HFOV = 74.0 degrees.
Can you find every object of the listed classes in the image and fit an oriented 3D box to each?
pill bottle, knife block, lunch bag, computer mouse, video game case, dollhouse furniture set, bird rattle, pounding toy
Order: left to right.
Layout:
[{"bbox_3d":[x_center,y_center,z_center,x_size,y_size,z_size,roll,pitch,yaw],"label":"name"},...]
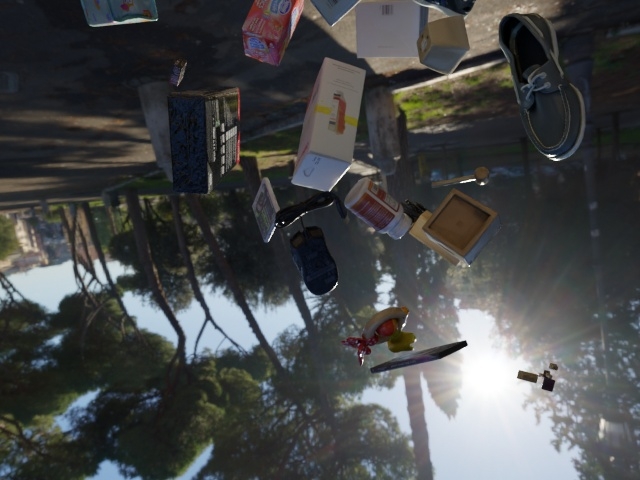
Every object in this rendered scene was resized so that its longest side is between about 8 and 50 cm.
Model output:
[{"bbox_3d":[-0.564,-0.720,1.127,0.160,0.262,0.223,-28,-143,-34],"label":"lunch bag"},{"bbox_3d":[-0.213,-0.119,1.655,0.022,0.190,0.173,-4,144,-30],"label":"video game case"},{"bbox_3d":[0.000,0.000,1.082,0.184,0.262,0.060,-32,-155,-14],"label":"computer mouse"},{"bbox_3d":[0.195,-0.101,1.420,0.121,0.216,0.121,-48,-164,18],"label":"pill bottle"},{"bbox_3d":[0.204,0.307,1.467,0.254,0.206,0.143,1,-146,-23],"label":"bird rattle"},{"bbox_3d":[0.328,0.390,1.420,0.196,0.026,0.274,-2,161,-47],"label":"video game case"},{"bbox_3d":[0.393,-0.043,1.586,0.242,0.088,0.275,14,-148,-24],"label":"knife block"},{"bbox_3d":[0.350,-0.076,1.042,0.181,0.206,0.094,40,-177,34],"label":"pounding toy"},{"bbox_3d":[0.726,0.443,1.445,0.114,0.090,0.081,13,-178,7],"label":"dollhouse furniture set"}]

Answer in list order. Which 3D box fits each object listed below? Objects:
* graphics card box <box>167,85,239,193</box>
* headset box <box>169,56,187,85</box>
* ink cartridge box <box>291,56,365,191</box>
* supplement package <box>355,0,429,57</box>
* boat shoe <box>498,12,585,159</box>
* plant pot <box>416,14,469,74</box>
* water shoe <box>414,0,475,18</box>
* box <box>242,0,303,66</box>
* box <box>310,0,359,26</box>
[{"bbox_3d":[-0.296,-0.284,1.138,0.094,0.232,0.371,4,-157,-1],"label":"graphics card box"},{"bbox_3d":[-0.500,-0.588,1.489,0.032,0.062,0.083,22,134,-15],"label":"headset box"},{"bbox_3d":[0.026,-0.408,1.556,0.161,0.384,0.279,14,162,-12],"label":"ink cartridge box"},{"bbox_3d":[0.289,-0.858,1.716,0.262,0.204,0.145,11,-145,24],"label":"supplement package"},{"bbox_3d":[0.420,-0.309,0.837,0.099,0.319,0.116,4,162,-30],"label":"boat shoe"},{"bbox_3d":[0.319,-0.522,1.133,0.096,0.109,0.109,-1,164,-12],"label":"plant pot"},{"bbox_3d":[0.327,-0.683,1.162,0.203,0.072,0.080,18,148,-11],"label":"water shoe"},{"bbox_3d":[-0.146,-0.712,1.355,0.123,0.256,0.128,20,166,0],"label":"box"},{"bbox_3d":[0.041,-0.568,0.930,0.113,0.094,0.275,-32,-152,27],"label":"box"}]
